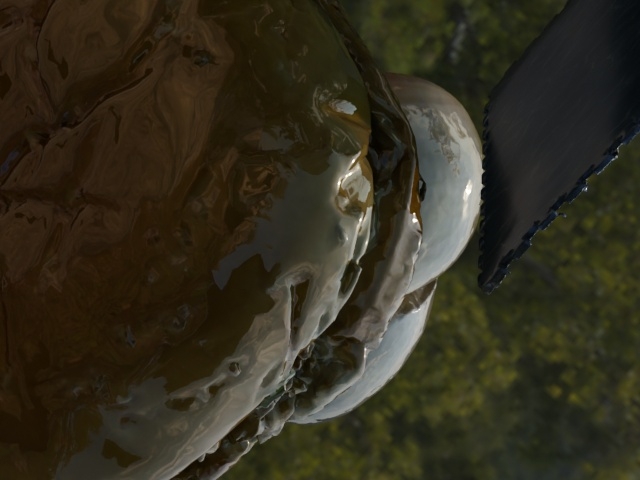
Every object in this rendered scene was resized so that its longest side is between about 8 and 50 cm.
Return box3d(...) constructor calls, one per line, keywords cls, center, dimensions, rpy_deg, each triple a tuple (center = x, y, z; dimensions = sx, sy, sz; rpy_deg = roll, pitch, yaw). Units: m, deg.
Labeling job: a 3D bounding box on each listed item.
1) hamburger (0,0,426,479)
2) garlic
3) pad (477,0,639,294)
box3d(cls="hamburger", center=(-0.104, -0.021, 0.757), dimensions=(0.318, 0.318, 0.158), rpy_deg=(-55, 146, 13))
box3d(cls="garlic", center=(0.000, 0.000, 1.216), dimensions=(0.313, 0.249, 0.286), rpy_deg=(8, 103, -44))
box3d(cls="pad", center=(0.172, -0.121, 0.861), dimensions=(0.269, 0.012, 0.269), rpy_deg=(-49, -167, 24))
